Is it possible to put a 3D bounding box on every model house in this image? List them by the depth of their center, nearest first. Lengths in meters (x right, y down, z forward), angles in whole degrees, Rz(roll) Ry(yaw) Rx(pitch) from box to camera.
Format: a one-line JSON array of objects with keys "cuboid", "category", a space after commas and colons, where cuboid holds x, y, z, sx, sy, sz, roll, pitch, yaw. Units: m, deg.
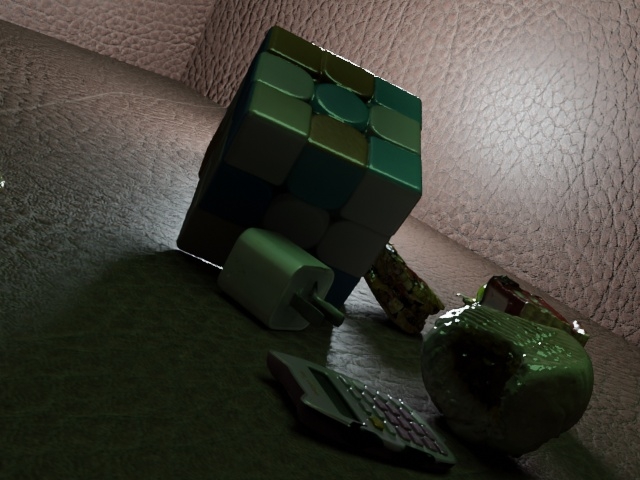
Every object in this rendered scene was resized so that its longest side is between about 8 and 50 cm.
[{"cuboid": [0.423, 0.218, 1.844, 0.160, 0.196, 0.254, 23, 12, -32], "category": "model house"}]

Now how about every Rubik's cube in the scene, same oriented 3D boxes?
[{"cuboid": [-0.032, -0.133, 1.727, 0.346, 0.347, 0.344, 24, 36, -12], "category": "Rubik's cube"}]

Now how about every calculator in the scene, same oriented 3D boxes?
[{"cuboid": [0.062, 0.244, 1.266, 0.294, 0.043, 0.194, 25, 9, -28], "category": "calculator"}]

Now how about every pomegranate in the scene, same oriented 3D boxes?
[{"cuboid": [0.434, 0.166, 2.375, 0.161, 0.122, 0.122, 2, 6, 12], "category": "pomegranate"}]

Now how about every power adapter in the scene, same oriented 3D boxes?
[{"cuboid": [-0.050, 0.083, 1.515, 0.205, 0.125, 0.130, 35, 12, 33], "category": "power adapter"}]

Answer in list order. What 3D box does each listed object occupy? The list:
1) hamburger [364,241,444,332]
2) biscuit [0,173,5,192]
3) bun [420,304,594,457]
[{"cuboid": [0.163, 0.091, 1.940, 0.231, 0.107, 0.231, 46, 8, -9], "category": "hamburger"}, {"cuboid": [-0.579, -0.123, 1.472, 0.133, 0.032, 0.250, 20, 12, -40], "category": "biscuit"}, {"cuboid": [0.288, 0.230, 1.448, 0.281, 0.205, 0.281, 13, 18, -4], "category": "bun"}]
